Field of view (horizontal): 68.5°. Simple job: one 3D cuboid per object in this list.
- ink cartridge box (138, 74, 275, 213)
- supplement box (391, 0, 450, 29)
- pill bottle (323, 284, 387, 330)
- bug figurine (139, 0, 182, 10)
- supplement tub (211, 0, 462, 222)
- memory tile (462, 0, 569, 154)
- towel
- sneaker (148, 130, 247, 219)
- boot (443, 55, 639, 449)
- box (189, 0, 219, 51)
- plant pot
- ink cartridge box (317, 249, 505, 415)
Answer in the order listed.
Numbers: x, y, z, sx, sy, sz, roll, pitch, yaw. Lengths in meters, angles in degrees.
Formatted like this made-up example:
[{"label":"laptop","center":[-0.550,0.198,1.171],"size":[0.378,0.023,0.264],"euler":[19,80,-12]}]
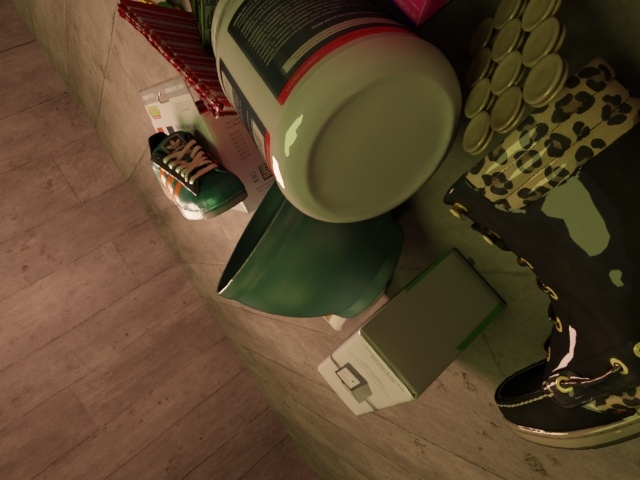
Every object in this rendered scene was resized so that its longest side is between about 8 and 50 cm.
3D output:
[{"label":"ink cartridge box","center":[-0.223,-0.217,0.978],"size":[0.309,0.130,0.272],"euler":[16,135,53]},{"label":"supplement box","center":[0.081,-0.247,0.290],"size":[0.114,0.111,0.220],"euler":[48,-175,-2]},{"label":"pill bottle","center":[0.005,0.048,0.898],"size":[0.229,0.131,0.131],"euler":[46,154,20]},{"label":"bug figurine","center":[-0.281,-0.455,0.854],"size":[0.216,0.072,0.279],"euler":[44,159,36]},{"label":"supplement tub","center":[0.000,-0.168,0.503],"size":[0.191,0.191,0.272],"euler":[86,159,-49]},{"label":"memory tile","center":[0.157,-0.151,0.390],"size":[0.012,0.148,0.113],"euler":[17,156,-15]},{"label":"towel","center":[-0.158,-0.276,0.723],"size":[0.275,0.199,0.031],"euler":[47,127,19]},{"label":"sneaker","center":[-0.239,-0.126,0.840],"size":[0.302,0.108,0.121],"euler":[24,144,49]},{"label":"boot","center":[0.239,0.043,0.460],"size":[0.284,0.138,0.377],"euler":[49,151,10]},{"label":"box","center":[-0.162,-0.401,0.650],"size":[0.191,0.045,0.184],"euler":[110,143,-57]},{"label":"plant pot","center":[0.000,0.000,0.718],"size":[0.196,0.293,0.293],"euler":[32,159,-13]},{"label":"ink cartridge box","center":[0.124,0.156,0.737],"size":[0.115,0.198,0.273],"euler":[49,155,11]}]
